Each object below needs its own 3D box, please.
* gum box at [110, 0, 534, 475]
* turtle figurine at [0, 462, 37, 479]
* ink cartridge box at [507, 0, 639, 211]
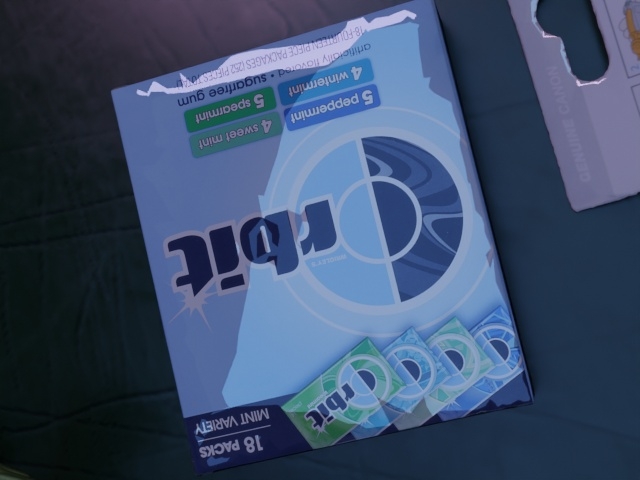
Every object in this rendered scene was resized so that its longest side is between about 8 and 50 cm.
[{"bbox_3d":[0.000,0.000,0.479,0.157,0.041,0.184,-15,84,11],"label":"gum box"},{"bbox_3d":[-0.184,0.228,0.454,0.275,0.198,0.266,18,76,2],"label":"turtle figurine"},{"bbox_3d":[0.200,-0.133,0.447,0.232,0.066,0.189,-19,84,32],"label":"ink cartridge box"}]
